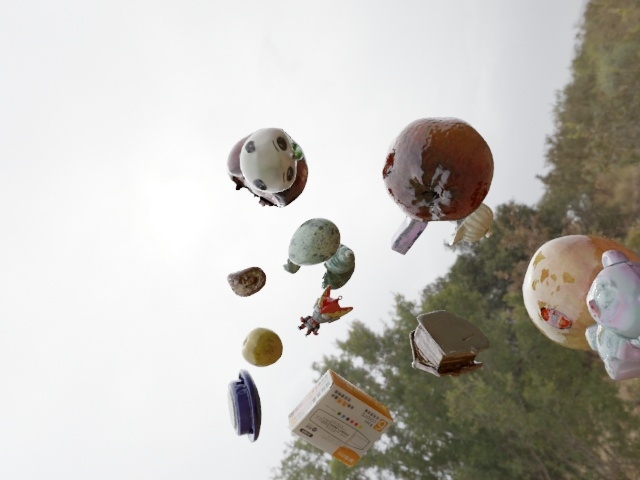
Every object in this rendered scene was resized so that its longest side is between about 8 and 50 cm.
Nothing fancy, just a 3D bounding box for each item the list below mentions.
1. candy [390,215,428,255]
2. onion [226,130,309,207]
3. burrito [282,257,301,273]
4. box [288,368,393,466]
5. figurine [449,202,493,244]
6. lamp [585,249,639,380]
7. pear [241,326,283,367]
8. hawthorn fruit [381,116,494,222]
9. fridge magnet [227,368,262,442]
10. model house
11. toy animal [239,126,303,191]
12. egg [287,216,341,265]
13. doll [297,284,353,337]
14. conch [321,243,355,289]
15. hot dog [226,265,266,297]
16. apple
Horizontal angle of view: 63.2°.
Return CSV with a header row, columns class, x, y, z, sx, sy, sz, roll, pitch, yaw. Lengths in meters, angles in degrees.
class,x,y,z,sx,sy,sz,roll,pitch,yaw
candy,0.328,-0.031,1.934,0.160,0.073,0.092,-57,11,26
onion,-0.207,-0.302,2.169,0.341,0.341,0.341,-37,-47,-55
burrito,-0.080,0.027,2.534,0.096,0.066,0.309,31,-88,-21
box,0.066,0.568,1.660,0.221,0.274,0.091,-51,20,9
figurine,0.572,-0.148,2.115,0.185,0.204,0.332,-8,-103,-66
lamp,0.806,0.191,1.313,0.247,0.247,0.301,-85,-18,-57
pear,-0.285,0.532,2.583,0.209,0.209,0.209,-37,-47,-55
hawthorn fruit,0.325,-0.204,1.388,0.369,0.285,0.284,-42,-43,-55
fridge magnet,-0.276,0.607,1.911,0.113,0.265,0.265,-7,-67,-19
model house,0.446,0.382,1.853,0.229,0.199,0.219,101,153,-49
toy animal,-0.162,-0.273,1.732,0.267,0.213,0.212,-120,31,-70
egg,-0.021,0.007,1.524,0.132,0.172,0.132,54,-169,-15
doll,0.005,0.223,1.567,0.169,0.109,0.057,-42,-20,-16
conch,0.087,0.117,2.544,0.220,0.195,0.277,-46,0,-40
hot dog,-0.250,0.137,1.747,0.099,0.147,0.065,67,-153,-19
apple,0.865,0.166,1.718,0.346,0.391,0.391,-108,2,-46
